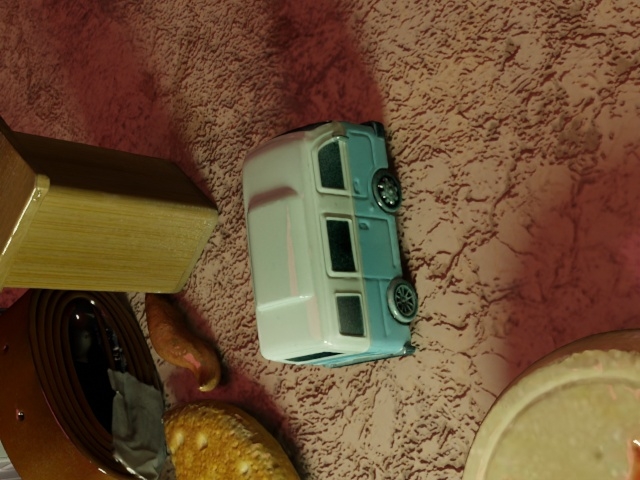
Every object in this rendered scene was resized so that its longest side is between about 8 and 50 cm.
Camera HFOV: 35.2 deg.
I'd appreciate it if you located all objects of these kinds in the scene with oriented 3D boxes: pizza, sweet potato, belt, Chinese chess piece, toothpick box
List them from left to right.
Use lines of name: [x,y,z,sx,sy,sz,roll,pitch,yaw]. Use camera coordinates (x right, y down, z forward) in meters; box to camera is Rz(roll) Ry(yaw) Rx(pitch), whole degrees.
belt: [-0.324,0.206,1.350,0.122,0.217,0.338,-39,58,25]
toothpick box: [-0.307,-0.031,1.292,0.187,0.308,0.190,42,112,36]
sweet potato: [-0.191,0.134,1.342,0.202,0.055,0.058,44,114,36]
pizza: [-0.111,0.308,1.253,0.292,0.058,0.197,23,102,42]
Chinese chess piece: [0.281,0.244,0.858,0.338,0.141,0.337,-6,82,41]

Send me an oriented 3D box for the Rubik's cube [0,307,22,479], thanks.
Rubik's cube: [-0.496,0.241,1.490,0.225,0.221,0.231,-30,67,35]

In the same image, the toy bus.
toy bus: [0.000,0.000,1.112,0.133,0.165,0.271,-17,75,40]
